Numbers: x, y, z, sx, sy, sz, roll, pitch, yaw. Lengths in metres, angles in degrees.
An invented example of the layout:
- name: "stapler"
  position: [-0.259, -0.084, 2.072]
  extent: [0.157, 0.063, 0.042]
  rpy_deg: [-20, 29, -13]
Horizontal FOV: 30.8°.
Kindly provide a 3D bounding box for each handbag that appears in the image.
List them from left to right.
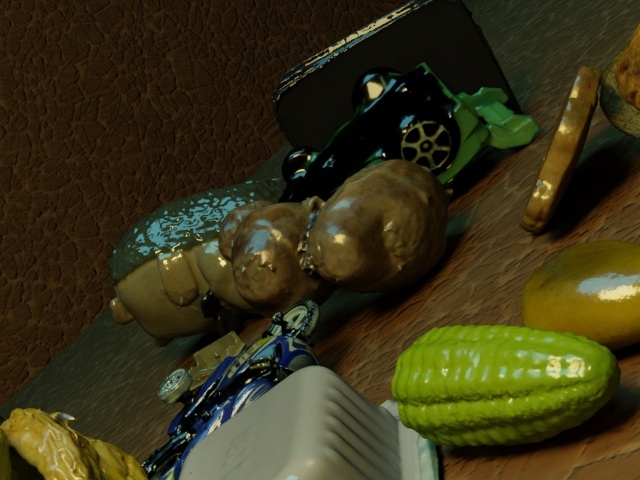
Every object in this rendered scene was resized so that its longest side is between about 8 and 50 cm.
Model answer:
- name: "handbag"
  position: [0.119, -0.197, 1.756]
  extent: [0.326, 0.269, 0.118]
  rpy_deg: [-27, 18, 11]

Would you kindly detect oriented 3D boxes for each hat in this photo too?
- name: "hat"
  position: [0.370, -0.145, 1.214]
  extent: [0.146, 0.067, 0.146]
  rpy_deg: [-12, 56, 19]

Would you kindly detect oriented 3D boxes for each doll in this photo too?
- name: "doll"
  position: [-0.165, 0.038, 1.821]
  extent: [0.350, 0.247, 0.247]
  rpy_deg: [-28, 14, 20]

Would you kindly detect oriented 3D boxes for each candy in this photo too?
- name: "candy"
  position: [0.138, 0.104, 0.853]
  extent: [0.097, 0.096, 0.209]
  rpy_deg: [-45, 15, -29]

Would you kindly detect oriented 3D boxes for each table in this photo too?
- name: "table"
  position: [-0.118, 0.171, 1.432]
  extent: [0.079, 0.083, 0.062]
  rpy_deg: [-31, 12, 30]

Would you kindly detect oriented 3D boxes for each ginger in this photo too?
- name: "ginger"
  position: [0.000, 0.000, 1.396]
  extent: [0.304, 0.155, 0.244]
  rpy_deg: [-9, 21, 22]

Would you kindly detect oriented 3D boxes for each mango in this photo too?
- name: "mango"
  position: [0.222, 0.042, 0.883]
  extent: [0.161, 0.076, 0.103]
  rpy_deg: [-12, 21, 49]

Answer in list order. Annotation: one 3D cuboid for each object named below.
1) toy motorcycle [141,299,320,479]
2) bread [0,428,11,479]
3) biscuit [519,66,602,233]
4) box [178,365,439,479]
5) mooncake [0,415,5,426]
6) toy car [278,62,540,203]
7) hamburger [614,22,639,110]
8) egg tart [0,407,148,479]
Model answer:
- name: "toy motorcycle"
  position: [-0.092, 0.186, 1.231]
  extent: [0.315, 0.113, 0.169]
  rpy_deg: [-49, 21, -14]
- name: "bread"
  position: [-0.389, 0.293, 0.880]
  extent: [0.348, 0.307, 0.348]
  rpy_deg: [-11, 1, 0]
- name: "biscuit"
  position: [0.259, -0.097, 1.235]
  extent: [0.249, 0.035, 0.184]
  rpy_deg: [-45, -25, -72]
- name: "box"
  position: [-0.035, 0.212, 0.941]
  extent: [0.264, 0.106, 0.336]
  rpy_deg: [-36, 12, 10]
- name: "mooncake"
  position: [-0.545, 0.329, 1.273]
  extent: [0.467, 0.262, 0.467]
  rpy_deg: [-37, -29, -24]
- name: "toy car"
  position: [0.104, -0.107, 1.617]
  extent: [0.358, 0.176, 0.213]
  rpy_deg: [-45, 28, 8]
- name: "hamburger"
  position: [0.392, -0.174, 0.947]
  extent: [0.290, 0.170, 0.314]
  rpy_deg: [-33, 13, 42]
- name: "egg tart"
  position: [-0.208, 0.275, 1.016]
  extent: [0.123, 0.294, 0.294]
  rpy_deg: [-4, -8, -30]
